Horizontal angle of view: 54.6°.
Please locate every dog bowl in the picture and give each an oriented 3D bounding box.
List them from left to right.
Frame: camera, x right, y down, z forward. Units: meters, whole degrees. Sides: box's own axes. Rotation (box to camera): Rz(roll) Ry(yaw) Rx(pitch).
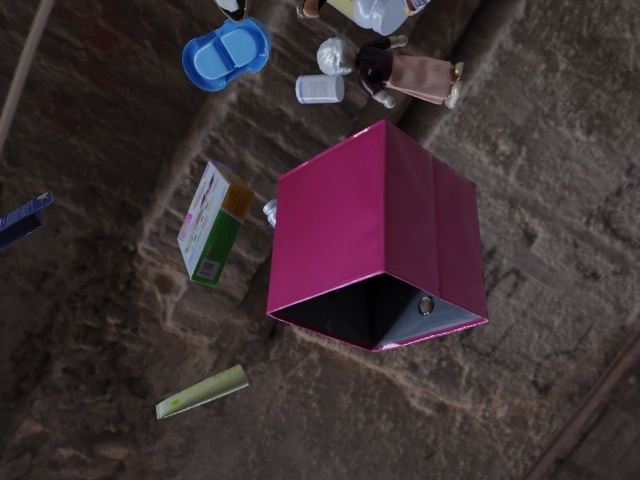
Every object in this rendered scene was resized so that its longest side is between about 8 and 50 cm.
[{"bbox_3d":[-0.276,-0.567,1.867,0.165,0.297,0.074,59,-149,-23],"label":"dog bowl"}]

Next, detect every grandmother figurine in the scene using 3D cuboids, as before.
[{"bbox_3d":[0.159,-0.398,1.462,0.343,0.104,0.207,13,-125,-5],"label":"grandmother figurine"}]

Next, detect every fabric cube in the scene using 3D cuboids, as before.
[{"bbox_3d":[0.093,0.010,1.021,0.259,0.254,0.258,26,-126,-36],"label":"fabric cube"}]

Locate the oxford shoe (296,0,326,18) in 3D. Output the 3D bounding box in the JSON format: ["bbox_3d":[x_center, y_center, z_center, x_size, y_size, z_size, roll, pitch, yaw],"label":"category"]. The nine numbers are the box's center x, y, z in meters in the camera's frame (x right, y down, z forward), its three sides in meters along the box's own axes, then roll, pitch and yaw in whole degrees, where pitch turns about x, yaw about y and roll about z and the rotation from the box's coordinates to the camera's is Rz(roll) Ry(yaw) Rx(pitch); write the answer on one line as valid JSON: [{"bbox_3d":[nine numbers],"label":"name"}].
[{"bbox_3d":[-0.004,-0.727,1.787,0.076,0.212,0.076,11,166,13],"label":"oxford shoe"}]

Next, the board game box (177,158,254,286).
[{"bbox_3d":[-0.266,-0.055,1.527,0.064,0.242,0.316,20,-170,-23],"label":"board game box"}]

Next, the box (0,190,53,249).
[{"bbox_3d":[-0.609,-0.017,1.188,0.036,0.225,0.136,62,166,-24],"label":"box"}]

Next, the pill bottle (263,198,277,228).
[{"bbox_3d":[-0.134,-0.071,2.253,0.160,0.087,0.087,48,-168,13],"label":"pill bottle"}]

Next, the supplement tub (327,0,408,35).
[{"bbox_3d":[0.133,-0.839,1.993,0.331,0.241,0.241,41,-170,15],"label":"supplement tub"}]

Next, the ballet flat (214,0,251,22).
[{"bbox_3d":[-0.265,-0.656,1.487,0.342,0.116,0.124,52,-159,-55],"label":"ballet flat"}]

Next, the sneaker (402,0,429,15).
[{"bbox_3d":[0.128,-0.549,1.273,0.225,0.092,0.088,38,-154,3],"label":"sneaker"}]

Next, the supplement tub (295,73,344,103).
[{"bbox_3d":[-0.001,-0.379,1.548,0.107,0.070,0.071,4,178,21],"label":"supplement tub"}]

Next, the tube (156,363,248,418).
[{"bbox_3d":[-0.306,0.391,1.592,0.070,0.240,0.062,90,155,-59],"label":"tube"}]
